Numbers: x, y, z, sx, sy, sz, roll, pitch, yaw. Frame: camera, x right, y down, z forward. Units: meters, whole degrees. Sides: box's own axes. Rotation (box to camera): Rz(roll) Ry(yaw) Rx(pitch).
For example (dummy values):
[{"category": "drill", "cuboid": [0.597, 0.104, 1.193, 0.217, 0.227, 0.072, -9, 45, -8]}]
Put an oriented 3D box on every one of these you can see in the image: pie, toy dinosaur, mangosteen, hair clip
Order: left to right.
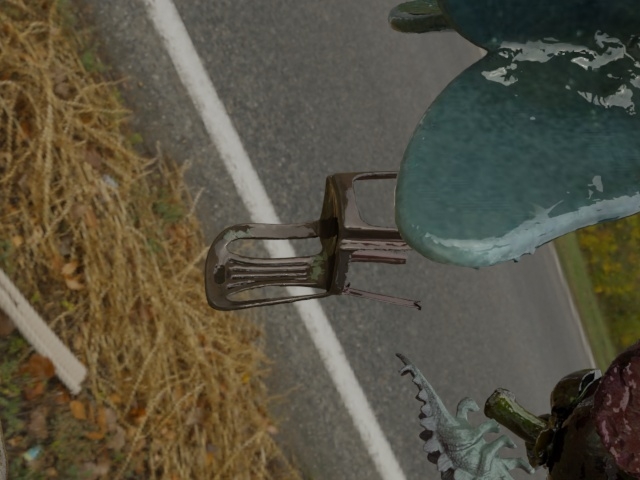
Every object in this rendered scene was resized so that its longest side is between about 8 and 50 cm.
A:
[{"category": "toy dinosaur", "cuboid": [0.140, 0.198, 0.792, 0.209, 0.082, 0.039, 51, -12, 19]}, {"category": "mangosteen", "cuboid": [0.347, 0.272, 0.973, 0.231, 0.289, 0.231, -28, 124, -53]}, {"category": "hair clip", "cuboid": [0.199, -0.193, 0.487, 0.392, 0.318, 0.238, -82, 170, -54]}, {"category": "pie", "cuboid": [0.308, 0.144, 0.653, 0.036, 0.154, 0.154, -46, 118, -67]}]

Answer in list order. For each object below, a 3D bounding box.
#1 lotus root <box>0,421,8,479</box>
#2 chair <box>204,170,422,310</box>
[{"category": "lotus root", "cuboid": [-0.433, 0.236, 0.843, 0.260, 0.170, 0.074, 66, -20, 6]}, {"category": "chair", "cuboid": [0.000, 0.000, 1.120, 0.175, 0.327, 0.183, -99, -165, -45]}]
